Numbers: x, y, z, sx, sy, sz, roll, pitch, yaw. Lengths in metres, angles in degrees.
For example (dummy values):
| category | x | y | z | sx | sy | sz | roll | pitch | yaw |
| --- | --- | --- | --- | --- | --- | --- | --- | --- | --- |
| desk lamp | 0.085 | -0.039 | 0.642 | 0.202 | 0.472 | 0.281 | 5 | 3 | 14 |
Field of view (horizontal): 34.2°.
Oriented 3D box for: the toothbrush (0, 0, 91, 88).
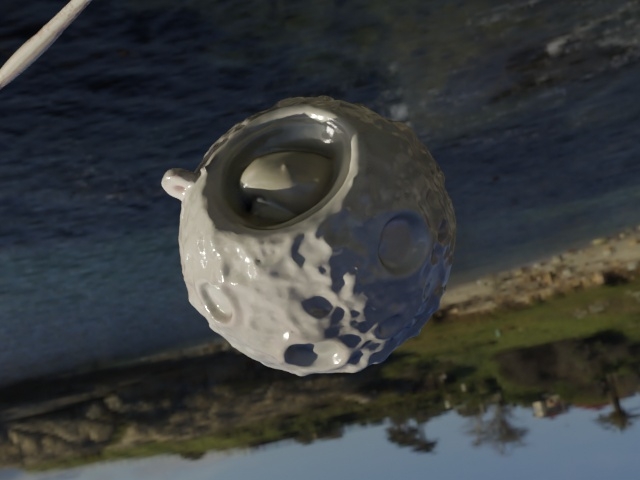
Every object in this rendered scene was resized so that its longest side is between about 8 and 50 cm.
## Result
| category | x | y | z | sx | sy | sz | roll | pitch | yaw |
| --- | --- | --- | --- | --- | --- | --- | --- | --- | --- |
| toothbrush | -0.254 | -0.235 | 1.049 | 0.307 | 0.029 | 0.025 | -32 | -172 | 33 |

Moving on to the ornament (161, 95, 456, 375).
| category | x | y | z | sx | sy | sz | roll | pitch | yaw |
| --- | --- | --- | --- | --- | --- | --- | --- | --- | --- |
| ornament | 0.000 | 0.000 | 1.256 | 0.337 | 0.337 | 0.337 | -12 | 173 | -2 |
